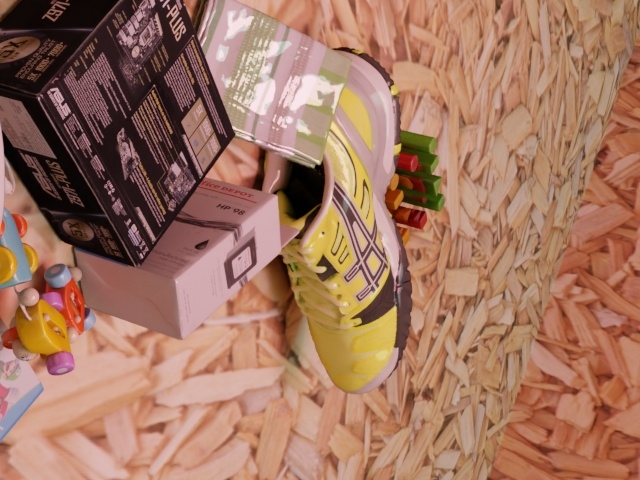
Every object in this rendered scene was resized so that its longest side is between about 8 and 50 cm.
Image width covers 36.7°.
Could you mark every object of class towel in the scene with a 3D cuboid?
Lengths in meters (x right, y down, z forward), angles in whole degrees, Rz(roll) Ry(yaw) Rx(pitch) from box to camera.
[{"bbox_3d":[-0.048,-0.139,0.844,0.152,0.023,0.113,20,86,-28],"label":"towel"}]

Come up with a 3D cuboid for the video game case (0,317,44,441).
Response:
[{"bbox_3d":[-0.260,0.097,0.661,0.119,0.015,0.166,-55,149,-34],"label":"video game case"}]

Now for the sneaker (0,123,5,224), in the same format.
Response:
[{"bbox_3d":[-0.264,0.024,0.446,0.208,0.127,0.319,-9,113,-78],"label":"sneaker"}]

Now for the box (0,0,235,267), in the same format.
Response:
[{"bbox_3d":[-0.151,-0.096,0.694,0.147,0.077,0.180,-59,150,-28],"label":"box"}]

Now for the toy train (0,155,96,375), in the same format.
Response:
[{"bbox_3d":[-0.211,0.028,0.677,0.125,0.046,0.166,-108,179,-50],"label":"toy train"}]

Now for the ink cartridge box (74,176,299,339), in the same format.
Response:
[{"bbox_3d":[-0.105,-0.001,0.810,0.180,0.104,0.060,-44,140,-46],"label":"ink cartridge box"}]

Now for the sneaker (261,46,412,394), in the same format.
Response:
[{"bbox_3d":[0.000,0.000,1.010,0.147,0.145,0.385,-31,123,-42],"label":"sneaker"}]

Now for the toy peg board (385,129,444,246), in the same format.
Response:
[{"bbox_3d":[0.088,-0.054,1.191,0.161,0.079,0.161,-58,149,-30],"label":"toy peg board"}]
